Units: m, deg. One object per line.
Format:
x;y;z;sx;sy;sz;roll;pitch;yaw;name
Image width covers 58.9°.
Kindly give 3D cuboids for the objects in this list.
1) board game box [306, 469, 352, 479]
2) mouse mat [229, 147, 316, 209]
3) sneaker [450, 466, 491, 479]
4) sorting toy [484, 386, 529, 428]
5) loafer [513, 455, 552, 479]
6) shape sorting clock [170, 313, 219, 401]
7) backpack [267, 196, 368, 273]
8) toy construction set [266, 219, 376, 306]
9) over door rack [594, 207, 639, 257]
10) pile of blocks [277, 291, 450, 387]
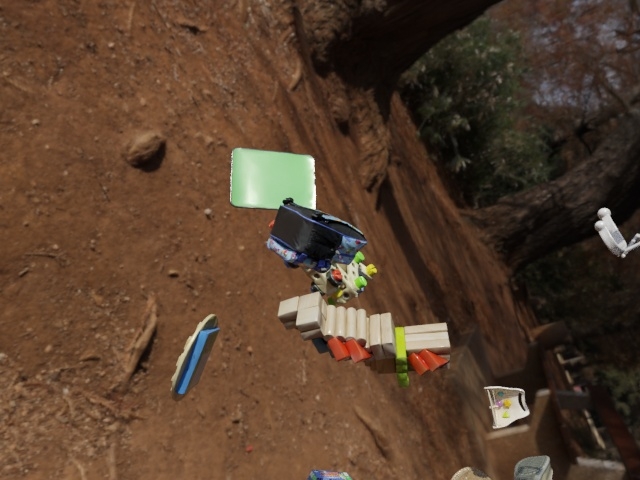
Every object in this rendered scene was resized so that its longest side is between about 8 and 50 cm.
-0.010;0.761;1.641;0.136;0.201;0.035;22;10;-35;board game box
-0.103;-0.133;1.247;0.007;0.190;0.152;120;-29;-61;mouse mat
0.271;0.602;1.179;0.099;0.153;0.282;32;29;19;sneaker
0.383;0.334;1.157;0.045;0.075;0.083;7;71;-65;sorting toy
0.580;0.675;1.548;0.251;0.094;0.087;-22;91;-55;loafer
-0.284;0.263;1.278;0.206;0.040;0.206;22;90;-87;shape sorting clock
0.000;0.000;1.158;0.173;0.116;0.158;19;6;-36;backpack
0.000;0.048;1.516;0.328;0.151;0.215;35;29;-4;toy construction set
0.630;-0.064;0.986;0.324;0.239;0.108;4;58;-50;over door rack
0.086;0.214;1.088;0.112;0.362;0.149;-83;-170;-56;pile of blocks
